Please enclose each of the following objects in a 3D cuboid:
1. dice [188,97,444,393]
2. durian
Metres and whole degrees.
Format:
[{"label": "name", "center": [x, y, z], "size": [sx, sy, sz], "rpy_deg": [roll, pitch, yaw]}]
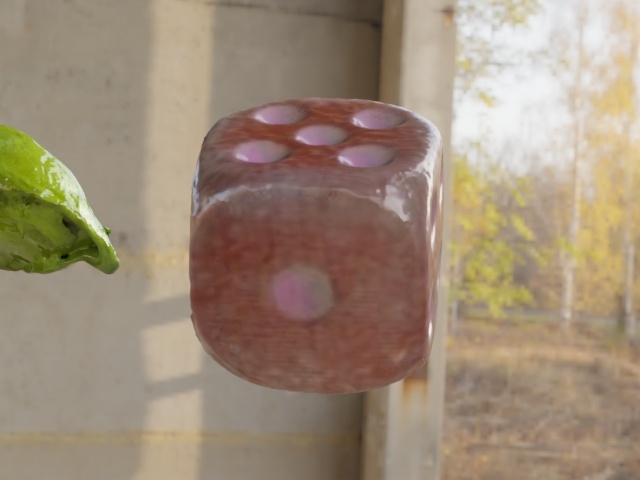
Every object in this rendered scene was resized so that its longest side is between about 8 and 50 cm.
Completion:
[{"label": "dice", "center": [0.000, 0.000, 0.528], "size": [0.094, 0.093, 0.091], "rpy_deg": [5, 26, 8]}, {"label": "durian", "center": [-0.295, -0.043, 1.206], "size": [0.250, 0.101, 0.139], "rpy_deg": [11, -32, 23]}]
